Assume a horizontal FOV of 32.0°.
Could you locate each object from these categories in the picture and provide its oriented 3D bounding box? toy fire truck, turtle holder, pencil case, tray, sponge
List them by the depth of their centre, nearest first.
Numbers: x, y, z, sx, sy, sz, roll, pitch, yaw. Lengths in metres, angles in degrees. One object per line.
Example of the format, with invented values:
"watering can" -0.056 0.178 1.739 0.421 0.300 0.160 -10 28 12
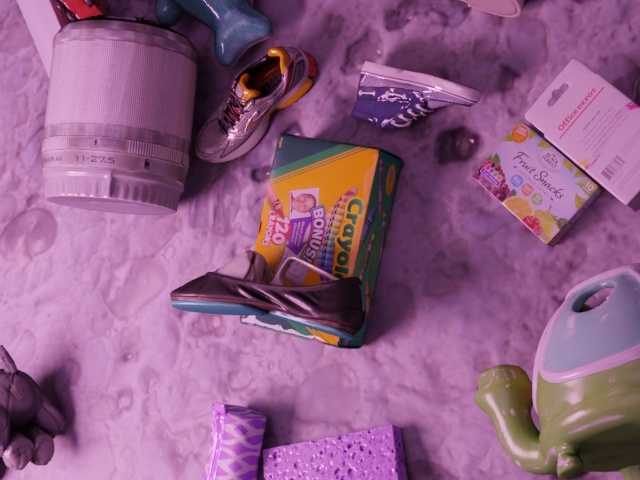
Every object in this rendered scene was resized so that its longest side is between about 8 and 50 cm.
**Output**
"turtle holder" 0.357 0.170 1.314 0.320 0.243 0.228 128 142 -55
"sponge" 0.019 0.330 1.540 0.210 0.031 0.117 -16 63 25
"pencil case" -0.137 0.336 1.599 0.086 0.088 0.206 6 84 48
"toy fire truck" -0.382 -0.393 1.817 0.047 0.135 0.192 -40 105 17
"tray" -0.451 -0.363 1.858 0.270 0.030 0.145 64 150 19

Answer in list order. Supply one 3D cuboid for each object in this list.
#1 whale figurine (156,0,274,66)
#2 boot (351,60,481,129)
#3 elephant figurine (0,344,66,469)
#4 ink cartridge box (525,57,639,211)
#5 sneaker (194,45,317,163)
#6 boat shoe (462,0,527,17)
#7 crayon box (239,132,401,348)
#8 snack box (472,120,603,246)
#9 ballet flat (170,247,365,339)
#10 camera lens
"whale figurine" -0.176 -0.400 1.688 0.216 0.141 0.272 -32 70 19
"boot" 0.132 -0.189 1.552 0.190 0.069 0.086 19 99 36
"elephant figurine" -0.540 0.303 1.784 0.239 0.169 0.186 -17 46 40
"ink cartridge box" 0.363 -0.136 1.421 0.181 0.061 0.104 46 104 24
"sneaker" -0.112 -0.208 1.657 0.225 0.092 0.088 -46 66 15
"boat shoe" 0.153 -0.406 1.549 0.335 0.112 0.096 26 78 22
"crayon box" 0.000 0.000 1.578 0.165 0.081 0.279 11 88 28
"snack box" 0.284 -0.075 1.467 0.141 0.037 0.100 45 102 25
"ballet flat" -0.067 0.067 1.513 0.280 0.095 0.096 8 78 18
"camera lens" -0.301 -0.187 1.679 0.219 0.219 0.274 2 84 27
